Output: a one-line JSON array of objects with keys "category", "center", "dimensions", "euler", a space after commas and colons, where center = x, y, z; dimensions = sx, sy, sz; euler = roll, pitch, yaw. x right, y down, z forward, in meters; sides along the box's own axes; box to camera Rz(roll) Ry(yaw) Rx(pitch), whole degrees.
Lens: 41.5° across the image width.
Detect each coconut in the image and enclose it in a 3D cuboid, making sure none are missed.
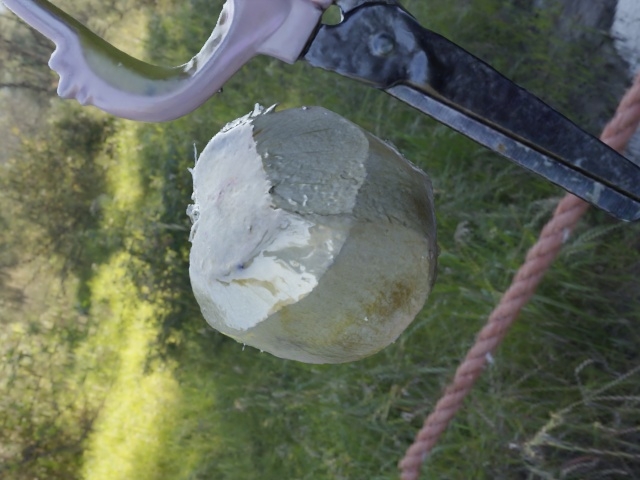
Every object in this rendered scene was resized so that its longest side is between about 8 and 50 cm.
[{"category": "coconut", "center": [0.001, 0.003, 0.626], "dimensions": [0.194, 0.194, 0.194], "euler": [-162, 90, -74]}]

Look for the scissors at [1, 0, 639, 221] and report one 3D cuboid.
[{"category": "scissors", "center": [0.001, -0.089, 0.333], "dimensions": [0.160, 0.318, 0.024], "euler": [-60, 8, 2]}]
